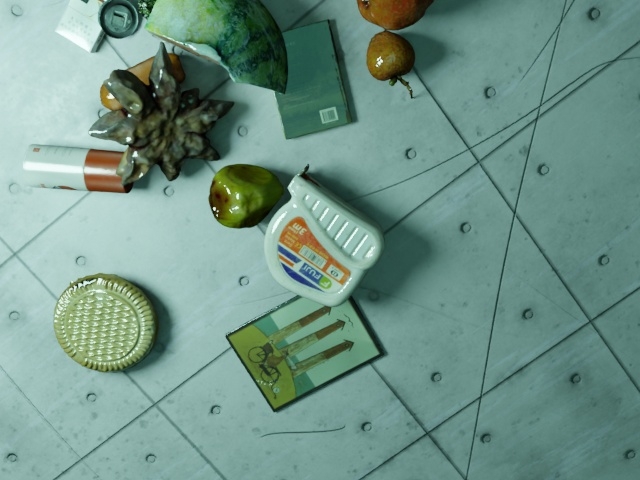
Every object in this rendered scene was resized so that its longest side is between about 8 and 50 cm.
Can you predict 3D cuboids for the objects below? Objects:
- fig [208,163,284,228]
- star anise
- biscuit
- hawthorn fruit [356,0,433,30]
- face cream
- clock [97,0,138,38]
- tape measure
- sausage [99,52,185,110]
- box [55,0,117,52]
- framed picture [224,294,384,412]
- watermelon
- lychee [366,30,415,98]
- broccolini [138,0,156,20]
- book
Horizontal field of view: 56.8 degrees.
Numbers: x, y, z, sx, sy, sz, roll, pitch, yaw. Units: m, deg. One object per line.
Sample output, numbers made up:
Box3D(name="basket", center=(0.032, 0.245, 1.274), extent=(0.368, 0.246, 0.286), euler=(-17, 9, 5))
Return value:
Box3D(name="fig", center=(-0.167, -0.101, 1.313), extent=(0.165, 0.144, 0.154), euler=(-27, 124, -6))
Box3D(name="star anise", center=(-0.324, -0.254, 1.247), extent=(0.315, 0.108, 0.316), euler=(-16, 130, -21))
Box3D(name="biscuit", center=(-0.510, 0.199, 1.408), extent=(0.258, 0.079, 0.259), euler=(0, 103, -1))
Box3D(name="hawthorn fruit", center=(0.178, -0.552, 1.193), extent=(0.243, 0.207, 0.208), euler=(-30, 103, -7))
Box3D(name="face cream", center=(-0.531, -0.158, 1.313), extent=(0.214, 0.096, 0.096), euler=(4, 103, -2))
Box3D(name="clock", center=(-0.430, -0.471, 1.255), extent=(0.085, 0.017, 0.085), euler=(-25, 136, -27))
Box3D(name="tape measure", center=(0.000, 0.000, 1.349), extent=(0.258, 0.130, 0.265), euler=(34, 105, -4))
Box3D(name="sausage", center=(-0.388, -0.342, 1.284), extent=(0.197, 0.076, 0.076), euler=(-23, 103, 5))
Box3D(name="box", center=(-0.488, -0.490, 1.263), extent=(0.083, 0.040, 0.154), euler=(31, 101, -8))
Box3D(name="framed picture", center=(-0.038, 0.258, 1.467), extent=(0.323, 0.013, 0.244), euler=(-29, 103, 6))
Box3D(name="watermelon", center=(-0.188, -0.409, 1.210), extent=(0.305, 0.180, 0.224), euler=(25, 60, -13))
Box3D(name="lychee", center=(0.159, -0.383, 1.272), extent=(0.140, 0.114, 0.101), euler=(46, 124, 7))
Box3D(name="broccolini", center=(-0.275, -0.465, 1.271), extent=(0.271, 0.062, 0.123), euler=(37, 109, -12))
Box3D(name="book", center=(-0.031, -0.354, 1.314), extent=(0.160, 0.024, 0.229), euler=(-14, 103, 2))
